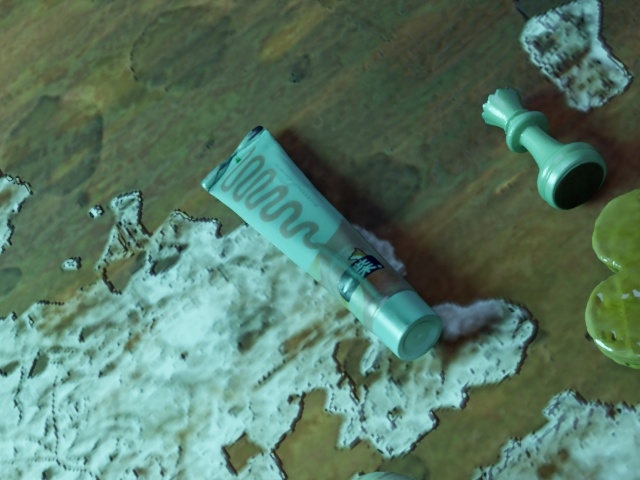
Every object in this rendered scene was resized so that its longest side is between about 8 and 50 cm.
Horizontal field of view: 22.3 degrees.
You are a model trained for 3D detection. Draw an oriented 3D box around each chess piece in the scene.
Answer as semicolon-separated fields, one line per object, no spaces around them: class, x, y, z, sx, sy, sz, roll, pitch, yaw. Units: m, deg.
chess piece;0.129;-0.061;0.974;0.042;0.042;0.093;-37;50;1

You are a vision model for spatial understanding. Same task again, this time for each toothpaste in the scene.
toothpaste;0.000;0.000;0.999;0.056;0.036;0.205;-45;52;-2

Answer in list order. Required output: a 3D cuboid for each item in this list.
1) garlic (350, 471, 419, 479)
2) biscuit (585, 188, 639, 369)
garlic;0.005;0.190;0.779;0.199;0.226;0.199;-8;57;14
biscuit;0.286;0.018;0.859;0.288;0.044;0.202;-9;57;20
